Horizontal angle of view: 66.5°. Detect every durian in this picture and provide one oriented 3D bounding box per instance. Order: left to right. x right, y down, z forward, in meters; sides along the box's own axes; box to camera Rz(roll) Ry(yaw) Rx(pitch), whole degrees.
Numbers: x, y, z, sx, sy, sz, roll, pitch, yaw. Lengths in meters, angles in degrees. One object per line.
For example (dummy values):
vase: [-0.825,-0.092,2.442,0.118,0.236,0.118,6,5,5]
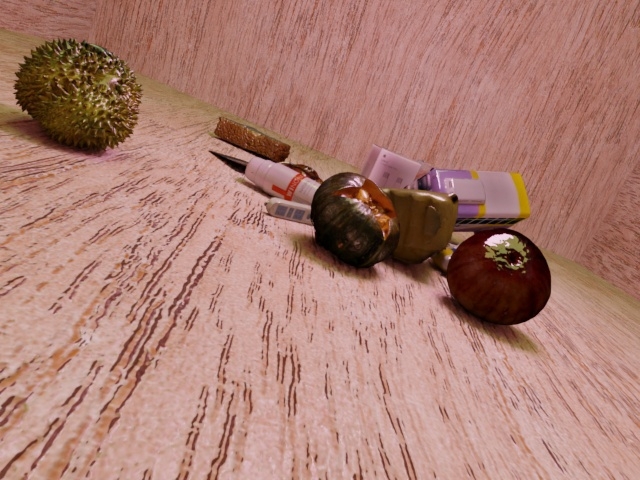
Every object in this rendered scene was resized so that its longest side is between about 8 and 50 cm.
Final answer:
durian: [-0.539,-0.336,1.116,0.291,0.224,0.291,28,13,-7]

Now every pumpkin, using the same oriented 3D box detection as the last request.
pumpkin: [0.079,-0.044,1.139,0.238,0.159,0.237,32,39,-30]

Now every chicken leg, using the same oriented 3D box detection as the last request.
chicken leg: [-0.002,-0.002,1.174,0.036,0.021,0.083,41,8,-24]

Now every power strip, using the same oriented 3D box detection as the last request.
power strip: [-0.065,-0.075,1.289,0.191,0.047,0.030,11,23,-39]

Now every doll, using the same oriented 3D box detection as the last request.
doll: [0.447,0.060,1.493,0.252,0.110,0.237,11,15,-12]

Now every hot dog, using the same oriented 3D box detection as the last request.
hot dog: [-0.077,-0.237,1.781,0.163,0.081,0.270,11,17,-26]

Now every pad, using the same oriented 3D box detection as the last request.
pad: [-0.319,-0.309,1.658,0.250,0.055,0.323,28,-6,43]

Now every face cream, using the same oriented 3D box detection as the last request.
face cream: [-0.072,-0.149,1.440,0.346,0.101,0.102,28,15,15]

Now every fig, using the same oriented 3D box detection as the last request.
fig: [0.419,0.087,1.153,0.235,0.235,0.214,37,-18,42]

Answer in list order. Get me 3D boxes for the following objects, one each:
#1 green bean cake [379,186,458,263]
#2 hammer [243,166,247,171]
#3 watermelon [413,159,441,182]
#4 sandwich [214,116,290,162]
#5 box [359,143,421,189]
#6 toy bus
green bean cake: [0.231,-0.046,1.370,0.285,0.201,0.310,9,7,20]
hammer: [-0.179,-0.209,1.661,0.182,0.017,0.062,24,14,-2]
watermelon: [0.472,-0.256,2.203,0.388,0.258,0.228,-12,-36,25]
sandwich: [-0.288,-0.448,2.190,0.301,0.099,0.271,24,14,6]
box: [0.265,-0.246,2.026,0.203,0.251,0.106,18,16,-25]
toy bus: [0.572,-0.150,1.913,0.441,0.209,0.249,0,-17,-20]
